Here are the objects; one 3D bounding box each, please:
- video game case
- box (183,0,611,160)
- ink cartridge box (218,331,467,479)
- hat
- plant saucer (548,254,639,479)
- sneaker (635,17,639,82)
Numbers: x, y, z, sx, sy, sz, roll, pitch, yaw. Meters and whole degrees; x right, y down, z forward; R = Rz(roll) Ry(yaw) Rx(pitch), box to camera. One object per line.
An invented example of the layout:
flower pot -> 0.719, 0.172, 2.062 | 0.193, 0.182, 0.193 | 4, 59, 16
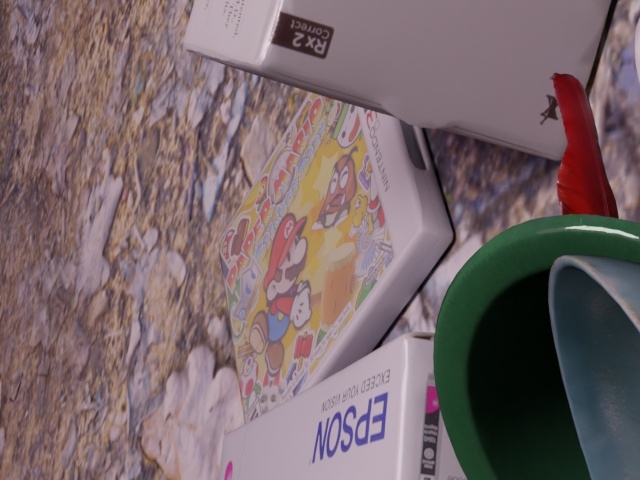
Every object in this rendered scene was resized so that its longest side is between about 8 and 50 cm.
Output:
video game case -> 0.000, 0.000, 1.067 | 0.227, 0.026, 0.206 | -57, 31, 36
box -> 0.049, -0.153, 0.855 | 0.119, 0.181, 0.182 | 27, 102, 63
ink cartridge box -> -0.001, 0.237, 0.841 | 0.324, 0.071, 0.330 | 141, 138, -66
hat -> 0.161, 0.031, 0.709 | 0.173, 0.183, 0.208 | -15, 102, 42
plant saucer -> 0.144, 0.145, 0.475 | 0.317, 0.043, 0.318 | 158, 90, -90
sneaker -> 0.194, -0.023, 0.411 | 0.161, 0.102, 0.282 | -58, 41, 30
